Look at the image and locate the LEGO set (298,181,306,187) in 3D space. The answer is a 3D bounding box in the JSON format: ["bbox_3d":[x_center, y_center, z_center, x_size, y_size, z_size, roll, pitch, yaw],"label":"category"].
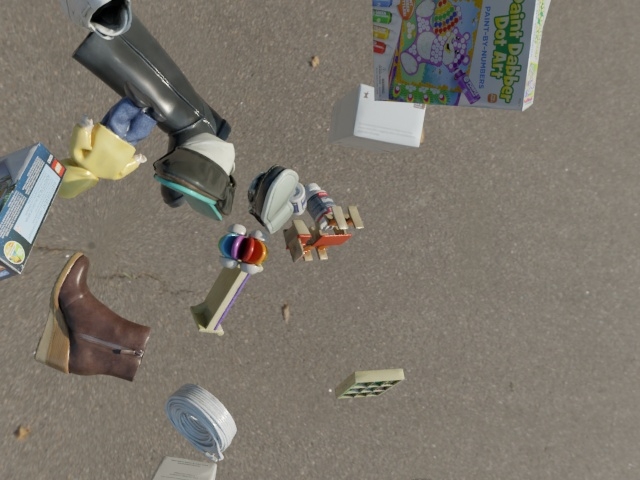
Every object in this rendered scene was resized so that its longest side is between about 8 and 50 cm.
[{"bbox_3d":[-0.080,-0.230,2.003,0.054,0.023,0.083,4,52,-39],"label":"LEGO set"}]

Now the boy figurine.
[{"bbox_3d":[-0.466,-0.201,1.022,0.285,0.092,0.177,-44,150,9],"label":"boy figurine"}]

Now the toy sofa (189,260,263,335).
[{"bbox_3d":[-0.368,0.206,1.909,0.177,0.150,0.362,18,112,-41],"label":"toy sofa"}]

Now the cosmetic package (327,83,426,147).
[{"bbox_3d":[0.168,-0.382,1.519,0.217,0.385,0.156,8,98,-10],"label":"cosmetic package"}]

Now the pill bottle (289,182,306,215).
[{"bbox_3d":[-0.076,-0.121,1.394,0.067,0.120,0.067,-1,69,2],"label":"pill bottle"}]

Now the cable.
[{"bbox_3d":[-0.398,0.594,1.557,0.257,0.257,0.089,29,41,14],"label":"cable"}]

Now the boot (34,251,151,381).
[{"bbox_3d":[-0.465,0.165,0.996,0.207,0.090,0.248,14,80,-13],"label":"boot"}]

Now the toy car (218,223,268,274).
[{"bbox_3d":[-0.273,0.029,1.631,0.182,0.136,0.159,16,87,-1],"label":"toy car"}]

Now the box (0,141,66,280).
[{"bbox_3d":[-0.394,-0.003,0.482,0.233,0.159,0.044,-18,136,10],"label":"box"}]

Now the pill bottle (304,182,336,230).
[{"bbox_3d":[-0.002,-0.136,1.835,0.108,0.108,0.180,-22,61,-24],"label":"pill bottle"}]

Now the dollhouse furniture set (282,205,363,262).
[{"bbox_3d":[0.000,0.000,1.716,0.259,0.262,0.135,-3,63,-38],"label":"dollhouse furniture set"}]

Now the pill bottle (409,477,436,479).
[{"bbox_3d":[0.147,0.383,0.603,0.131,0.229,0.131,3,68,-7],"label":"pill bottle"}]

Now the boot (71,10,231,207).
[{"bbox_3d":[-0.476,-0.359,1.286,0.445,0.146,0.367,50,41,-40],"label":"boot"}]

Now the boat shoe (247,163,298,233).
[{"bbox_3d":[-0.117,-0.095,1.017,0.091,0.302,0.114,41,71,5],"label":"boat shoe"}]

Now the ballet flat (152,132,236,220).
[{"bbox_3d":[-0.164,-0.094,0.653,0.095,0.280,0.096,24,84,-6],"label":"ballet flat"}]

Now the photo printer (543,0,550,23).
[{"bbox_3d":[0.452,-0.591,1.305,0.107,0.307,0.256,-46,149,-37],"label":"photo printer"}]

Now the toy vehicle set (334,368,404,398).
[{"bbox_3d":[0.159,0.489,1.585,0.166,0.267,0.035,0,61,-13],"label":"toy vehicle set"}]

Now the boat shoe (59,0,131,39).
[{"bbox_3d":[-0.329,-0.343,0.695,0.095,0.258,0.084,-35,107,-7],"label":"boat shoe"}]

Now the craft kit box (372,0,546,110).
[{"bbox_3d":[0.192,-0.325,0.679,0.061,0.246,0.250,-37,131,-45],"label":"craft kit box"}]

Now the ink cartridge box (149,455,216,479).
[{"bbox_3d":[-0.265,0.532,0.787,0.114,0.273,0.197,10,93,-3],"label":"ink cartridge box"}]
